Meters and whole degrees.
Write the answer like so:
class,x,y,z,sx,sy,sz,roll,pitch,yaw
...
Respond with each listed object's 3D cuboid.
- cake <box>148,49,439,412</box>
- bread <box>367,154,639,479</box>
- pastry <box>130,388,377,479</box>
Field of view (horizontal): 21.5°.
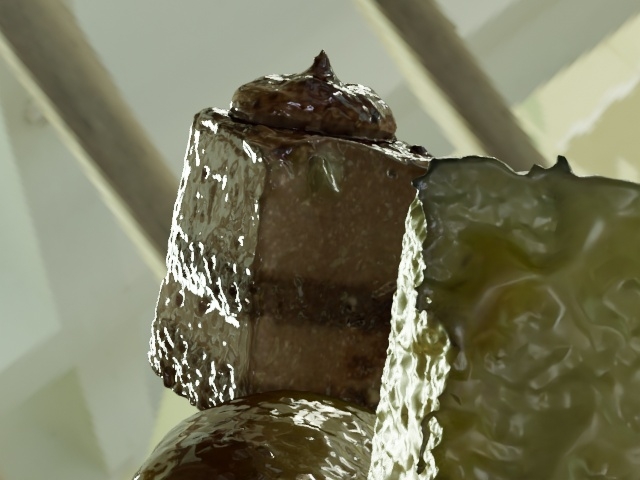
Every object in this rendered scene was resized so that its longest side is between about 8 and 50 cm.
class,x,y,z,sx,sy,sz,roll,pitch,yaw
cake,0.000,0.000,1.323,0.196,0.198,0.293,7,-82,-27
bread,0.088,0.106,0.546,0.133,0.174,0.252,98,179,-52
pastry,0.021,0.241,0.904,0.164,0.356,0.356,-34,-17,18
